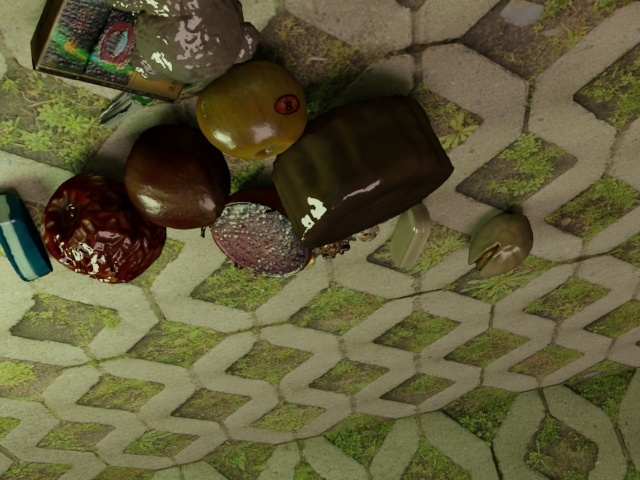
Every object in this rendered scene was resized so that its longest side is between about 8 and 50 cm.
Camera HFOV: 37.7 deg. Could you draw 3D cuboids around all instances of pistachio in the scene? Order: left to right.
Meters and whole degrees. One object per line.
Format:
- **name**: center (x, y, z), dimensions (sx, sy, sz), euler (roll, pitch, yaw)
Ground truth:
- **pistachio**: center (0.429, 0.016, 2.245), dimensions (0.152, 0.126, 0.223), euler (-37, 168, -37)

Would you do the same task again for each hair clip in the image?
- **hair clip**: center (0.000, 0.002, 2.088), dimensions (0.321, 0.091, 0.138), euler (-24, 146, 18)

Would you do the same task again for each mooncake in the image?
- **mooncake**: center (0.069, -0.132, 1.730), dimensions (0.324, 0.187, 0.324), euler (-24, 167, -6)

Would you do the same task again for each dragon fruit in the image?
- **dragon fruit**: center (-0.106, -0.042, 1.951), dimensions (0.218, 0.148, 0.224), euler (43, 135, -20)

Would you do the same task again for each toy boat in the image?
- **toy boat**: center (-0.593, 0.009, 1.878), dimensions (0.062, 0.096, 0.299), euler (-17, 153, -10)

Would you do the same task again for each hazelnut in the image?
- **hazelnut**: center (-0.246, -0.105, 1.684), dimensions (0.208, 0.208, 0.208), euler (-9, 150, -5)

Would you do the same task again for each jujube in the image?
- **jujube**: center (-0.406, -0.016, 1.778), dimensions (0.213, 0.212, 0.232), euler (-25, 158, 21)

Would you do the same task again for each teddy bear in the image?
- **teddy bear**: center (-0.189, -0.352, 1.303), dimensions (0.236, 0.151, 0.267), euler (-10, 134, 2)

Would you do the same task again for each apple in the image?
- **apple**: center (-0.112, -0.215, 1.589), dimensions (0.182, 0.155, 0.182), euler (-28, 179, 0)

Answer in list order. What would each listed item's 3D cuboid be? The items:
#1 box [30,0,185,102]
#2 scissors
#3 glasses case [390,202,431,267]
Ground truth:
- **box**: center (-0.302, -0.312, 1.434), dimensions (0.240, 0.071, 0.159), euler (9, 134, -34)
- **scissors**: center (-0.301, -0.252, 1.602), dimensions (0.204, 0.027, 0.101), euler (-31, 143, 25)
- **glasses case**: center (0.207, -0.010, 2.155), dimensions (0.050, 0.083, 0.196), euler (-4, 151, -13)
